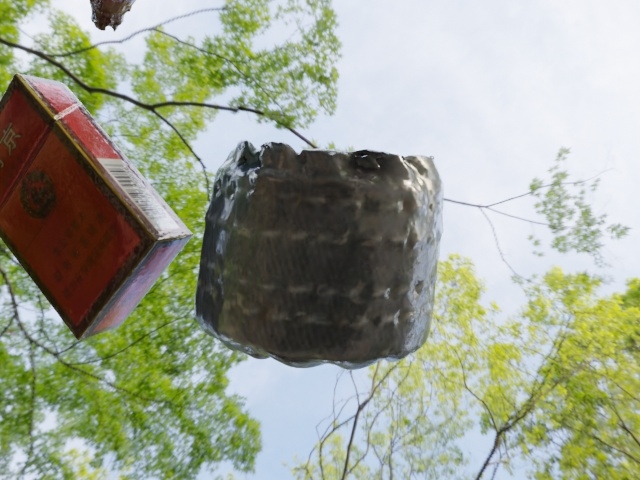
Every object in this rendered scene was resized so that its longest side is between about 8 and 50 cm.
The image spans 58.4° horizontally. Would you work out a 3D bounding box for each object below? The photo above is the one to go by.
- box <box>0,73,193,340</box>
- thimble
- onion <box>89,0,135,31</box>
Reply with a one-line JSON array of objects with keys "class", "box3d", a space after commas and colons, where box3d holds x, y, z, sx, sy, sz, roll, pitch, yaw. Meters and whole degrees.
[{"class": "box", "box3d": [-0.264, -0.037, 0.604, 0.240, 0.074, 0.153, 48, -65, 13]}, {"class": "thimble", "box3d": [0.000, 0.000, 0.507, 0.205, 0.236, 0.172, 7, -84, -3]}, {"class": "onion", "box3d": [-0.217, -0.335, 0.600, 0.252, 0.252, 0.219, 24, -70, 5]}]
